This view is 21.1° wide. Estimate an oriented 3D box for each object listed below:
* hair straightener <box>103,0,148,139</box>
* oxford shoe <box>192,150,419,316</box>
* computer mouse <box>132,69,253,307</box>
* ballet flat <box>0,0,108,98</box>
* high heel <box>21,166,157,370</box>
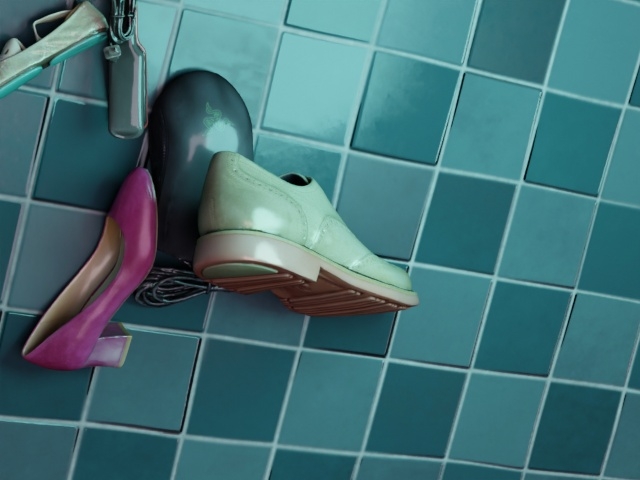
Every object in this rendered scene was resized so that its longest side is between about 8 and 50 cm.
[{"bbox_3d":[-0.206,-0.219,1.856,0.047,0.089,0.231,7,108,-1],"label":"hair straightener"},{"bbox_3d":[0.000,0.000,1.955,0.397,0.140,0.147,25,60,-59],"label":"oxford shoe"},{"bbox_3d":[-0.124,-0.056,1.959,0.188,0.072,0.272,-9,108,-23],"label":"computer mouse"},{"bbox_3d":[-0.308,-0.204,1.850,0.168,0.057,0.052,-32,89,-18],"label":"ballet flat"},{"bbox_3d":[-0.258,0.031,1.919,0.117,0.082,0.244,5,112,-30],"label":"high heel"}]
